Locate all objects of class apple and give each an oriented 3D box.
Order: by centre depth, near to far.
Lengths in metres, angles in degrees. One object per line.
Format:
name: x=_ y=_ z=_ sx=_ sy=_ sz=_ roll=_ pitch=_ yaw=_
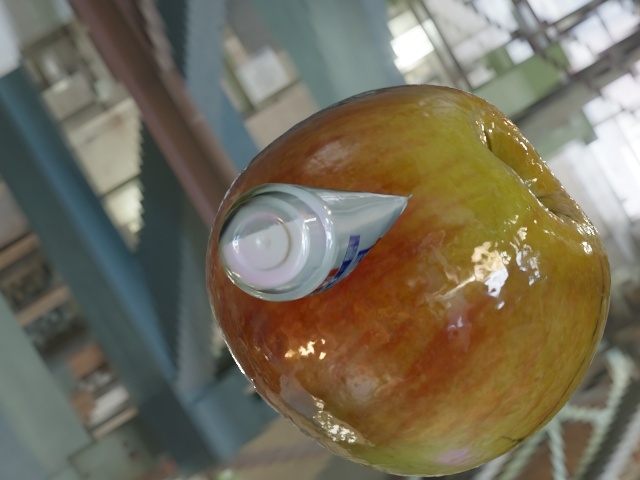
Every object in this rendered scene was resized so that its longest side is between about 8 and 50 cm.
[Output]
apple: x=0.065 y=0.026 z=1.356 sx=0.233 sy=0.286 sz=0.286 roll=-45 pitch=-178 yaw=21

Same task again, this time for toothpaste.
toothpaste: x=0.000 y=0.000 z=0.619 sx=0.052 sy=0.033 sz=0.218 roll=-45 pitch=175 yaw=5
